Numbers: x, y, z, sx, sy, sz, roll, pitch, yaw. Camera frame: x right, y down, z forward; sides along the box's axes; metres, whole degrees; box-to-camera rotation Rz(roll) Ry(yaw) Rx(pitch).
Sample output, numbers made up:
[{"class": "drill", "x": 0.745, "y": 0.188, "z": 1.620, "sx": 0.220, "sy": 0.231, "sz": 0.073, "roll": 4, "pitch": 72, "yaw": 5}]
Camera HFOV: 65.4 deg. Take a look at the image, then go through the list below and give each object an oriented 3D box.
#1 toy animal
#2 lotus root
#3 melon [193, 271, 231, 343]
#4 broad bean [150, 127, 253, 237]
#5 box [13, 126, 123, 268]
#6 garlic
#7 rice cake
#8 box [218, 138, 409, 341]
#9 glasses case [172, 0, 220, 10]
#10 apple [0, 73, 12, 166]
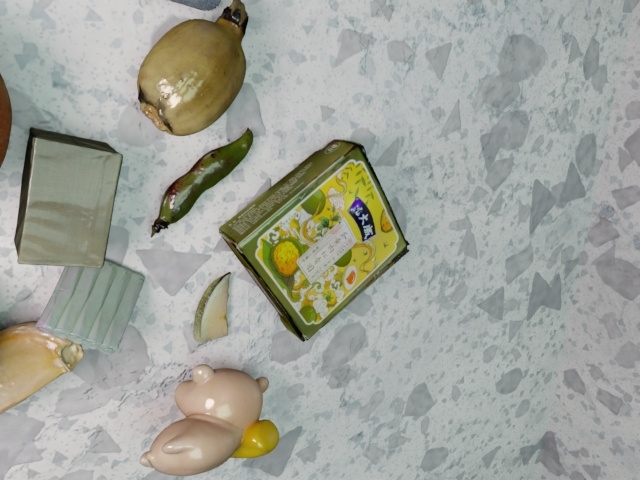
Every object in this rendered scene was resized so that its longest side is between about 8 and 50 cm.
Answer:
[{"class": "toy animal", "x": -0.294, "y": 0.437, "z": 1.266, "sx": 0.345, "sy": 0.278, "sz": 0.246, "roll": 7, "pitch": 75, "yaw": -46}, {"class": "lotus root", "x": -0.241, "y": -0.358, "z": 1.020, "sx": 0.183, "sy": 0.183, "sz": 0.310, "roll": 44, "pitch": 76, "yaw": -37}, {"class": "melon", "x": -0.271, "y": 0.169, "z": 1.266, "sx": 0.098, "sy": 0.054, "sz": 0.182, "roll": -8, "pitch": 112, "yaw": -38}, {"class": "broad bean", "x": -0.275, "y": -0.139, "z": 1.138, "sx": 0.339, "sy": 0.061, "sz": 0.077, "roll": -45, "pitch": 133, "yaw": -10}, {"class": "box", "x": -0.489, "y": -0.082, "z": 0.964, "sx": 0.155, "sy": 0.149, "sz": 0.231, "roll": 5, "pitch": 105, "yaw": -35}, {"class": "garlic", "x": -0.607, "y": 0.262, "z": 1.009, "sx": 0.245, "sy": 0.164, "sz": 0.145, "roll": -39, "pitch": 142, "yaw": -8}, {"class": "rice cake", "x": -0.475, "y": 0.126, "z": 1.053, "sx": 0.189, "sy": 0.037, "sz": 0.198, "roll": 32, "pitch": 43, "yaw": -38}, {"class": "box", "x": 0.000, "y": 0.000, "z": 1.325, "sx": 0.420, "sy": 0.138, "sz": 0.373, "roll": -41, "pitch": 124, "yaw": -15}, {"class": "glasses case", "x": -0.317, "y": -0.530, "z": 0.960, "sx": 0.282, "sy": 0.067, "sz": 0.109, "roll": 2, "pitch": 110, "yaw": -36}, {"class": "apple", "x": -0.655, "y": -0.191, "z": 0.728, "sx": 0.338, "sy": 0.305, "sz": 0.338, "roll": -26, "pitch": 129, "yaw": -37}]
